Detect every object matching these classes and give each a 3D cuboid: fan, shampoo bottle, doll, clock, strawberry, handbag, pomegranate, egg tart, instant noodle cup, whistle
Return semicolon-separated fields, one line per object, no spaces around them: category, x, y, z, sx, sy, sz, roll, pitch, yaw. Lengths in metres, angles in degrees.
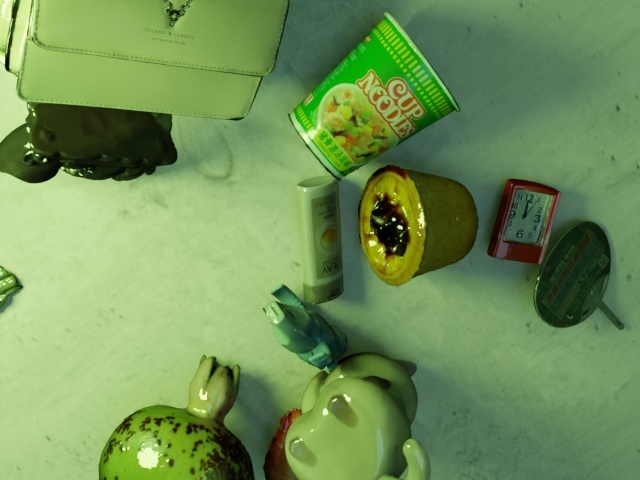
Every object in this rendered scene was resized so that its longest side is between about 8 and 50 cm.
fan;0.549;0.073;1.499;0.295;0.012;0.223;6;97;-31
shampoo bottle;0.000;0.000;1.342;0.086;0.056;0.227;-21;117;-39
doll;0.068;0.325;1.332;0.226;0.370;0.214;27;102;-3
clock;0.389;-0.039;1.420;0.113;0.061;0.155;9;104;-17
strawberry;-0.046;0.437;1.483;0.175;0.098;0.228;-21;102;13
handbag;-0.242;-0.310;1.032;0.359;0.160;0.236;-1;130;-37
pomegranate;-0.236;0.381;1.350;0.285;0.285;0.340;30;75;-21
egg tart;0.169;-0.027;1.307;0.171;0.215;0.215;-3;111;-27
instant noodle cup;0.081;-0.225;1.222;0.233;0.207;0.207;-38;113;12
whistle;-0.025;0.171;1.350;0.093;0.180;0.269;-36;148;4

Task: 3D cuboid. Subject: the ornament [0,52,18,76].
ornament;-0.476;-0.352;1.117;0.180;0.059;0.201;-1;107;-11

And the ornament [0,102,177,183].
ornament;-0.378;-0.132;1.139;0.251;0.260;0.106;2;75;-34

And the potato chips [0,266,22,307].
potato chips;-0.623;0.113;1.269;0.208;0.028;0.092;-34;112;0
